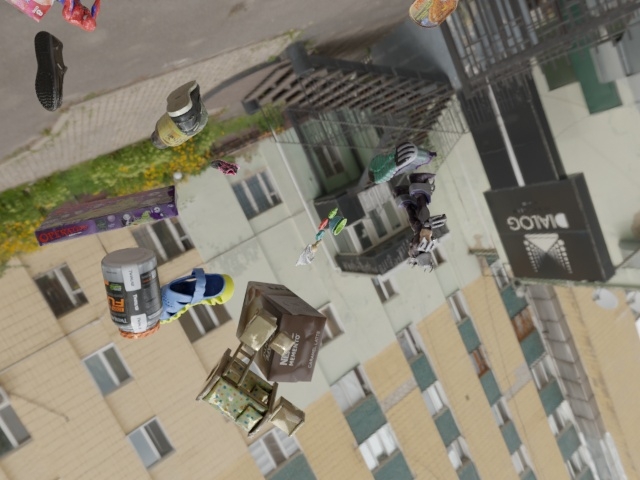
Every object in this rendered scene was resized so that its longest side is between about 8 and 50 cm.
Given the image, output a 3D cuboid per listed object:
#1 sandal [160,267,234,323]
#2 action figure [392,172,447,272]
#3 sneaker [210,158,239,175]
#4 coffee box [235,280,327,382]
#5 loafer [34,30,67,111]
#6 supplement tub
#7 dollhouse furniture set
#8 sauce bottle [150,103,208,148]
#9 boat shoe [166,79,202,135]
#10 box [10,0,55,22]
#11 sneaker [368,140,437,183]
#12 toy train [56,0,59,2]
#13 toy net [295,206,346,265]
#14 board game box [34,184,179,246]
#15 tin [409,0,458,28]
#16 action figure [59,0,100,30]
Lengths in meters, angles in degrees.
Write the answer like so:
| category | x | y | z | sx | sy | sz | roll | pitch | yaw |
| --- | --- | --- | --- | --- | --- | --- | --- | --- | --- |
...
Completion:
| category | x | y | z | sx | sy | sz | roll | pitch | yaw |
| --- | --- | --- | --- | --- | --- | --- | --- | --- | --- |
| sandal | -0.437 | 0.161 | 1.456 | 0.317 | 0.126 | 0.138 | -23 | 151 | 7 |
| action figure | 0.274 | -0.044 | 1.267 | 0.099 | 0.285 | 0.185 | 6 | 150 | -17 |
| sneaker | -0.393 | -0.293 | 1.917 | 0.119 | 0.057 | 0.047 | 10 | 147 | -6 |
| coffee box | -0.094 | 0.187 | 1.012 | 0.098 | 0.141 | 0.246 | 10 | -175 | -26 |
| loafer | -0.772 | -0.487 | 1.368 | 0.080 | 0.220 | 0.078 | 13 | -164 | 20 |
| supplement tub | -0.427 | 0.121 | 1.076 | 0.117 | 0.190 | 0.117 | -1 | -161 | 0 |
| dollhouse furniture set | -0.075 | 0.233 | 0.763 | 0.161 | 0.182 | 0.101 | -51 | -173 | 12 |
| sauce bottle | -0.483 | -0.376 | 1.564 | 0.111 | 0.111 | 0.344 | -31 | -166 | -31 |
| boat shoe | -0.341 | -0.344 | 1.200 | 0.084 | 0.079 | 0.233 | -23 | -142 | 7 |
| box | -0.671 | -0.592 | 1.015 | 0.257 | 0.122 | 0.128 | 35 | -93 | 31 |
| sneaker | 0.216 | -0.200 | 1.279 | 0.098 | 0.083 | 0.223 | 6 | 172 | -23 |
| toy train | -0.942 | -0.888 | 1.751 | 0.158 | 0.027 | 0.036 | 8 | 111 | -61 |
| toy net | 0.000 | 0.000 | 1.568 | 0.232 | 0.045 | 0.122 | -52 | 167 | -7 |
| board game box | -0.567 | -0.076 | 1.288 | 0.346 | 0.056 | 0.208 | -14 | -162 | -12 |
| tin | 0.336 | -0.703 | 1.396 | 0.040 | 0.106 | 0.189 | -68 | -166 | -9 |
| action figure | -0.600 | -0.619 | 1.152 | 0.139 | 0.280 | 0.091 | -49 | 151 | 20 |
